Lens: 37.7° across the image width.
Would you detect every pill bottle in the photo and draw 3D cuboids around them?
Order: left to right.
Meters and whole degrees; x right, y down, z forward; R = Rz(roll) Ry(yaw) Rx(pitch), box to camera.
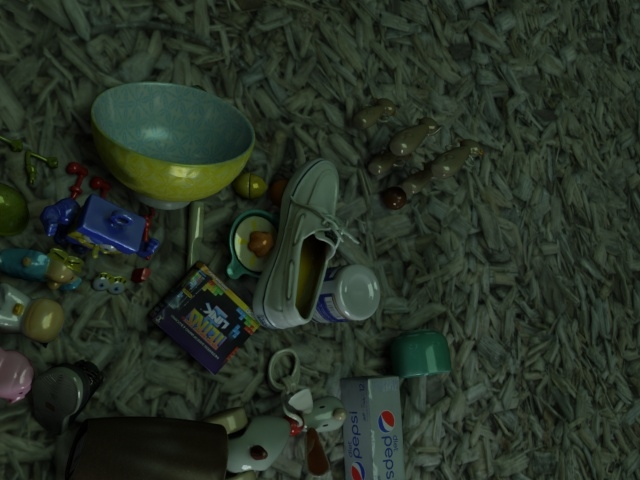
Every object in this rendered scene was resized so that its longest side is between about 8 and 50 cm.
[{"bbox_3d":[0.020,0.110,1.881,0.112,0.187,0.112,6,80,-38],"label":"pill bottle"}]

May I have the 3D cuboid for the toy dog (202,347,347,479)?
[{"bbox_3d":[-0.068,0.366,1.789,0.334,0.161,0.220,-39,108,-35],"label":"toy dog"}]

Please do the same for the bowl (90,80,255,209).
[{"bbox_3d":[-0.274,-0.151,1.686,0.289,0.289,0.156,-16,137,-39],"label":"bowl"}]

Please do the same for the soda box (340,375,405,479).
[{"bbox_3d":[0.111,0.428,1.963,0.091,0.098,0.286,1,82,-37],"label":"soda box"}]

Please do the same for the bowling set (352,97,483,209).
[{"bbox_3d":[0.197,-0.182,2.107,0.287,0.200,0.154,37,46,20],"label":"bowling set"}]

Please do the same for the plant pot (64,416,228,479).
[{"bbox_3d":[-0.304,0.387,1.589,0.230,0.215,0.215,21,70,-20],"label":"plant pot"}]

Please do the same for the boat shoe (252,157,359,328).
[{"bbox_3d":[-0.006,-0.003,1.792,0.136,0.156,0.367,42,57,-37],"label":"boat shoe"}]

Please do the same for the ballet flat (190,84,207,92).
[{"bbox_3d":[-0.218,-0.199,1.821,0.067,0.073,0.206,2,77,-63],"label":"ballet flat"}]

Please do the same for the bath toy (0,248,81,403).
[{"bbox_3d":[-0.506,0.191,1.494,0.129,0.151,0.348,52,54,-55],"label":"bath toy"}]

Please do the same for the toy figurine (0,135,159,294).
[{"bbox_3d":[-0.388,-0.055,1.562,0.362,0.217,0.191,31,66,-32],"label":"toy figurine"}]

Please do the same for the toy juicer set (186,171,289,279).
[{"bbox_3d":[-0.138,-0.029,1.839,0.329,0.089,0.209,-17,94,-38],"label":"toy juicer set"}]

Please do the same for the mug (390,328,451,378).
[{"bbox_3d":[0.215,0.250,2.067,0.129,0.158,0.097,-5,80,-16],"label":"mug"}]

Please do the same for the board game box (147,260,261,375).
[{"bbox_3d":[-0.214,0.145,1.751,0.141,0.048,0.170,-49,114,-11],"label":"board game box"}]

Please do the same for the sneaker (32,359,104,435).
[{"bbox_3d":[-0.402,0.225,1.523,0.083,0.222,0.118,37,53,-2],"label":"sneaker"}]
